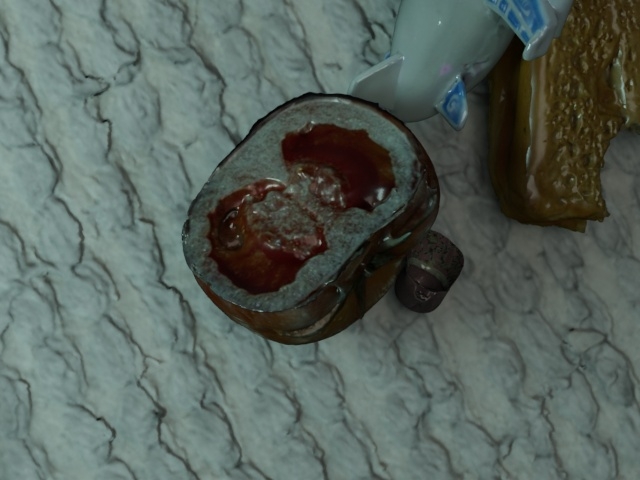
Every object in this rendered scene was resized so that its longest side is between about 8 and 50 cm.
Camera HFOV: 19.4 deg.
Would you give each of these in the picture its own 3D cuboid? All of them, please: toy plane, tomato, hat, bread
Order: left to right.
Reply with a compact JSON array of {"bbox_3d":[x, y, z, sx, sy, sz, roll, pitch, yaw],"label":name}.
[{"bbox_3d":[0.000,0.000,1.564,0.214,0.155,0.181,-42,61,-12],"label":"tomato"},{"bbox_3d":[0.091,0.030,1.657,0.058,0.042,0.087,25,44,-16],"label":"hat"},{"bbox_3d":[0.120,-0.221,1.593,0.122,0.267,0.267,10,81,-39],"label":"toy plane"},{"bbox_3d":[0.239,-0.197,1.687,0.185,0.109,0.380,2,85,-23],"label":"bread"}]
